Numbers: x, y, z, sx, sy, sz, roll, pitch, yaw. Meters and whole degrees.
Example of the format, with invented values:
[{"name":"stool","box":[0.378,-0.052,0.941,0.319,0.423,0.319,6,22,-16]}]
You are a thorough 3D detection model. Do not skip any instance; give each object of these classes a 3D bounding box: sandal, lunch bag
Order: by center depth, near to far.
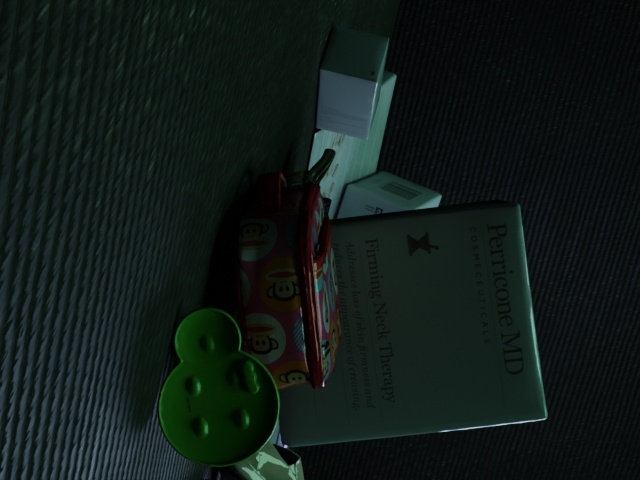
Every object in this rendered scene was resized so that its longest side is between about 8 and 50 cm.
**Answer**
[{"name":"lunch bag","box":[-0.044,0.036,1.292,0.293,0.120,0.258,-79,163,-75]},{"name":"sandal","box":[-0.036,-0.087,1.572,0.180,0.049,0.072,-55,179,-31]}]

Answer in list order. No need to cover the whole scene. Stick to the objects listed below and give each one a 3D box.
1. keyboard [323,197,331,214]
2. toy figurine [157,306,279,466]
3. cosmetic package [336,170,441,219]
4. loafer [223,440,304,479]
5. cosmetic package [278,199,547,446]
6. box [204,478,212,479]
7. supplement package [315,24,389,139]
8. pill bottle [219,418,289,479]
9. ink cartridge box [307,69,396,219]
[{"name":"keyboard","box":[0.000,0.000,2.039,0.100,0.038,0.192,-38,149,-51]},{"name":"toy figurine","box":[-0.122,0.150,1.130,0.159,0.130,0.173,-153,-128,-81]},{"name":"cosmetic package","box":[0.101,0.090,2.239,0.230,0.162,0.453,-26,136,-65]},{"name":"loafer","box":[-0.063,0.387,1.612,0.092,0.102,0.268,-51,127,-15]},{"name":"cosmetic package","box":[0.130,0.117,1.598,0.327,0.394,0.329,-23,105,-84]},{"name":"box","box":[-0.137,0.488,1.499,0.207,0.153,0.108,-72,174,-47]},{"name":"supplement package","box":[0.056,-0.282,1.793,0.179,0.105,0.105,97,9,-61]},{"name":"pill bottle","box":[-0.112,0.365,1.707,0.108,0.108,0.193,16,88,-85]},{"name":"ink cartridge box","box":[0.021,-0.169,2.087,0.385,0.091,0.308,-42,150,-51]}]
